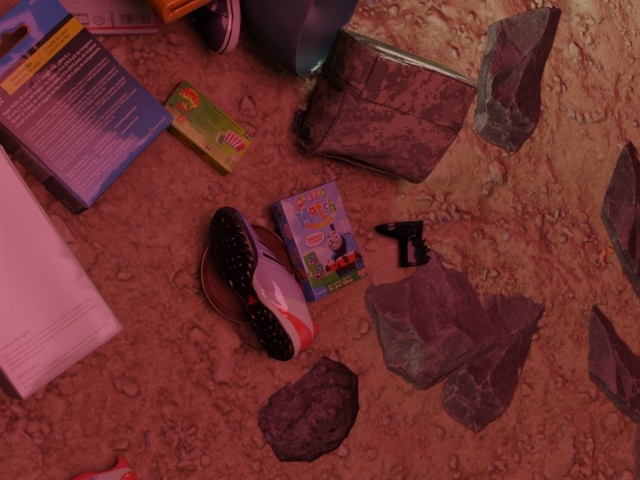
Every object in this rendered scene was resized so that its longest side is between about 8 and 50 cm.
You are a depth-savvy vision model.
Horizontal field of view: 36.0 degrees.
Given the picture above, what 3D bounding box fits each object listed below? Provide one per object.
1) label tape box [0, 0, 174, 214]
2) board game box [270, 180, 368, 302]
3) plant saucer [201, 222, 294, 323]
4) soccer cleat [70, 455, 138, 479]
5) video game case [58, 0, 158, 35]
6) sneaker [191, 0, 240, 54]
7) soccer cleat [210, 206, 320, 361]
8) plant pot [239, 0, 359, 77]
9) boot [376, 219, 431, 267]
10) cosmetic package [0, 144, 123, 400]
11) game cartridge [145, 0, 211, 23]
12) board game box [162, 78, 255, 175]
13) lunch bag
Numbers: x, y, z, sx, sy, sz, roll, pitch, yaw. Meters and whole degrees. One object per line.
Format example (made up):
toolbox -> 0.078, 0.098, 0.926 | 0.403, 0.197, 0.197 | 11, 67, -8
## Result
label tape box -> -0.469, -0.250, 1.768 | 0.333, 0.106, 0.240 | 46, 67, -15
board game box -> 0.000, 0.000, 2.002 | 0.160, 0.039, 0.211 | -23, 95, -41
plant saucer -> -0.147, 0.065, 1.939 | 0.199, 0.036, 0.198 | 3, 83, -26
soccer cleat -> -0.441, 0.462, 1.734 | 0.248, 0.083, 0.095 | -17, 63, -23
video game case -> -0.425, -0.529, 1.865 | 0.204, 0.025, 0.285 | -7, 88, -27
sneaker -> -0.245, -0.510, 1.902 | 0.128, 0.126, 0.321 | -4, 76, -32
soccer cleat -> -0.107, 0.072, 1.893 | 0.116, 0.109, 0.318 | -33, 98, -47
plant pot -> -0.056, -0.494, 1.936 | 0.195, 0.290, 0.290 | 29, 69, 11
boot -> 0.178, 0.009, 2.109 | 0.121, 0.045, 0.099 | -5, 90, -28
cosmetic package -> -0.540, 0.057, 1.675 | 0.217, 0.156, 0.385 | -35, 100, -26
game cartridge -> -0.251, -0.571, 1.804 | 0.285, 0.052, 0.323 | -33, 68, -17
board game box -> -0.227, -0.219, 1.923 | 0.181, 0.043, 0.092 | 39, 68, -19
lunch bag -> 0.127, -0.264, 2.017 | 0.305, 0.212, 0.256 | 15, 106, -26
